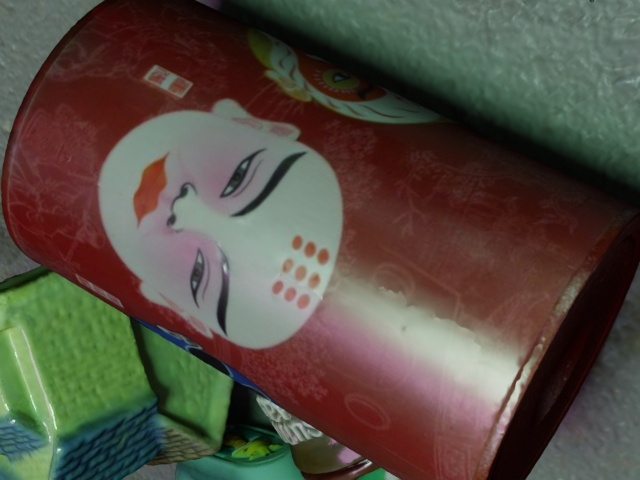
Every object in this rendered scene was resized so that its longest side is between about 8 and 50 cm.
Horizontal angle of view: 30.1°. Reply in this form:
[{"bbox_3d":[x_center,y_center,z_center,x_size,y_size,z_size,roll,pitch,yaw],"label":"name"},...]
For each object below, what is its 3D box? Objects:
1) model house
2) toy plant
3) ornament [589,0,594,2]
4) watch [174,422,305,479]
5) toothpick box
[{"bbox_3d":[-0.190,0.109,0.902,0.195,0.214,0.189,-20,96,42],"label":"model house"},{"bbox_3d":[0.039,0.146,0.848,0.200,0.105,0.143,47,150,-16],"label":"toy plant"},{"bbox_3d":[0.126,-0.186,0.631,0.073,0.028,0.125,-21,101,43],"label":"ornament"},{"bbox_3d":[-0.044,0.244,0.953,0.237,0.068,0.195,3,110,55],"label":"watch"},{"bbox_3d":[0.000,0.000,0.717,0.333,0.204,0.204,27,129,21],"label":"toothpick box"}]
